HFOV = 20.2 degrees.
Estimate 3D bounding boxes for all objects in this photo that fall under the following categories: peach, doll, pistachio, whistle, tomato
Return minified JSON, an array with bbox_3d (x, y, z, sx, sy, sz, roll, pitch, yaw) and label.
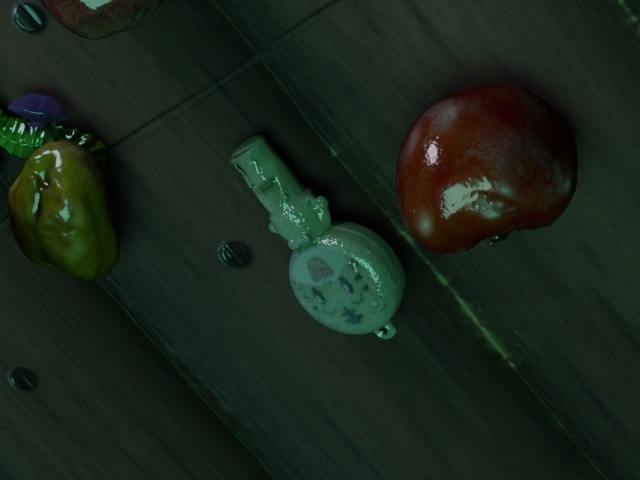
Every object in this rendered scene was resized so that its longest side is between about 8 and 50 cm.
[{"bbox_3d":[-0.219,-0.266,1.704,0.152,0.152,0.152,7,123,10],"label":"peach"},{"bbox_3d":[-0.316,-0.109,1.882,0.190,0.050,0.115,13,133,1],"label":"doll"},{"bbox_3d":[-0.264,-0.016,1.870,0.110,0.100,0.189,49,154,33],"label":"pistachio"},{"bbox_3d":[0.000,0.000,1.863,0.126,0.067,0.258,-26,109,40],"label":"whistle"},{"bbox_3d":[0.156,-0.070,1.718,0.187,0.187,0.151,-6,98,18],"label":"tomato"}]
